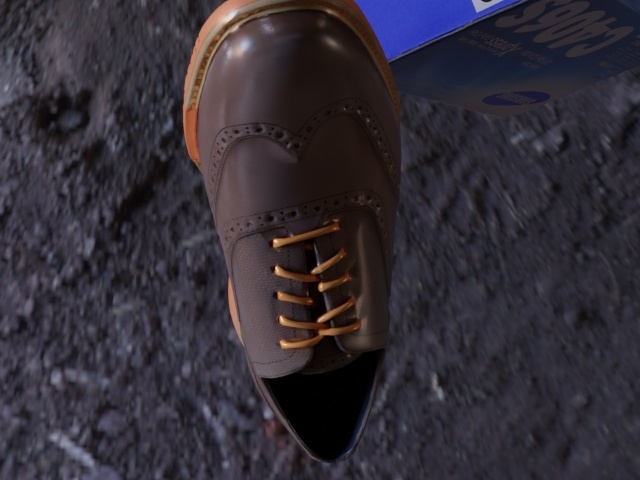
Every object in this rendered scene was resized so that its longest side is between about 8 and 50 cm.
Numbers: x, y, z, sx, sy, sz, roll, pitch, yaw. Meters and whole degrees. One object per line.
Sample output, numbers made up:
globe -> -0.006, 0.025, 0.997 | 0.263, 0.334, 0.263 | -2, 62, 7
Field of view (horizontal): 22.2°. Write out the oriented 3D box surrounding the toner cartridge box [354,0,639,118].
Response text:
toner cartridge box -> 0.142, -0.161, 1.163 | 0.165, 0.348, 0.075 | -21, 82, 22

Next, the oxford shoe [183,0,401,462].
oxford shoe -> 0.000, 0.000, 0.979 | 0.130, 0.133, 0.364 | -13, 142, -3
